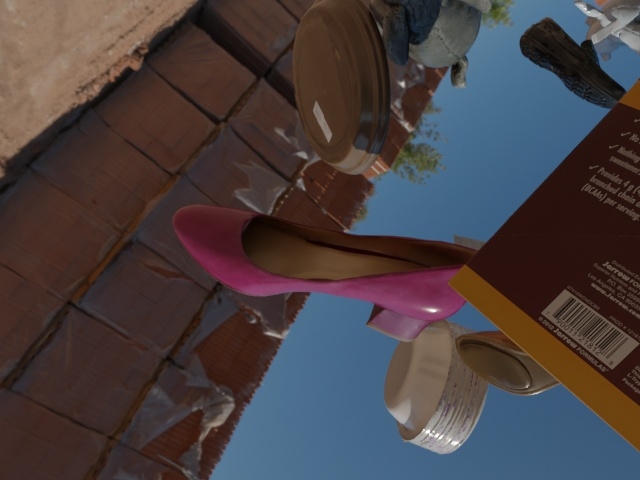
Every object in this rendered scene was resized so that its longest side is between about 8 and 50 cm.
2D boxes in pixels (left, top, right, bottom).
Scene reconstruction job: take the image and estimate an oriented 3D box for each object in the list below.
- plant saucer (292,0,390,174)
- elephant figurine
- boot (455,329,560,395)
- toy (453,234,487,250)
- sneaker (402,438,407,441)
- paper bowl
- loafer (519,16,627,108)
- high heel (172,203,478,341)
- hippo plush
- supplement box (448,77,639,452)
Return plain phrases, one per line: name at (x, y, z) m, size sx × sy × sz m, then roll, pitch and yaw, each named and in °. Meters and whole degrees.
plant saucer at (0.018, -0.238, 0.667) m, size 0.041 × 0.277 × 0.278 m, roll -17°, pitch -175°, yaw -21°
elephant figurine at (0.120, -0.303, 0.520) m, size 0.239 × 0.186 × 0.169 m, roll -40°, pitch 153°, yaw -62°
boot at (0.393, 0.151, 0.710) m, size 0.220 × 0.108 × 0.284 m, roll -32°, pitch -174°, yaw -34°
toy at (0.482, 0.071, 1.249) m, size 0.056 × 0.238 × 0.136 m, roll -38°, pitch -135°, yaw 56°
sneaker at (0.220, 0.489, 1.116) m, size 0.032 × 0.083 × 0.037 m, roll -7°, pitch -163°, yaw 2°
paper bowl at (0.244, 0.314, 0.957) m, size 0.284 × 0.148 × 0.283 m, roll -159°, pitch -90°, yaw -89°
loafer at (0.469, -0.329, 0.770) m, size 0.078 × 0.223 × 0.076 m, roll -44°, pitch 158°, yaw 14°
high heel at (0.000, 0.000, 0.526) m, size 0.181 × 0.378 × 0.127 m, roll 115°, pitch -7°, yaw -48°
hippo plush at (0.885, -0.598, 1.213) m, size 0.295 × 0.234 × 0.236 m, roll -23°, pitch 176°, yaw 11°
supplement box at (0.241, 0.033, 0.299) m, size 0.194 × 0.129 × 0.191 m, roll -49°, pitch -126°, yaw 8°
